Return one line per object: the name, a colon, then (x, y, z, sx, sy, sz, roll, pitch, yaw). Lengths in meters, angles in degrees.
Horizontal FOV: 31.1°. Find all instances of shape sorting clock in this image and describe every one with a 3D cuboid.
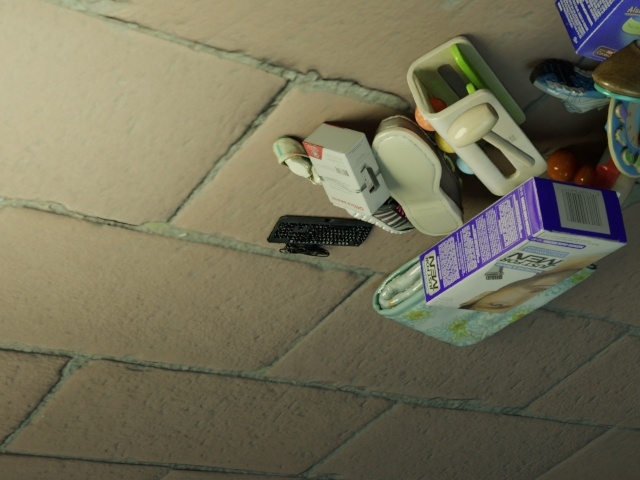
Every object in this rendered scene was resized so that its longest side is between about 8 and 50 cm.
shape sorting clock: (0.536, -0.207, 1.907, 0.040, 0.206, 0.206, 14, 166, 39)

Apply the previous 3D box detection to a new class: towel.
towel: (0.334, 0.084, 2.306, 0.374, 0.090, 0.320, -33, 142, 24)

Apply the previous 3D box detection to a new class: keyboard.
keyboard: (0.000, 0.000, 2.094, 0.192, 0.038, 0.100, 3, 142, -25)

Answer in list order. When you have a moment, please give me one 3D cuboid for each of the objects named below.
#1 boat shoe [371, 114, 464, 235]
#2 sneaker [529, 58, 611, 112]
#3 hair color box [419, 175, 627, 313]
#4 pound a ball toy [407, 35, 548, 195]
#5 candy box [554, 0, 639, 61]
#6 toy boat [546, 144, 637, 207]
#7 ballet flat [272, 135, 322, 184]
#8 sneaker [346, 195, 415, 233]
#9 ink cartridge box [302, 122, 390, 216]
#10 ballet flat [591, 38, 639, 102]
boat shoe: (0.166, -0.122, 1.936, 0.116, 0.097, 0.324, -8, 149, 23)
sneaker: (0.415, -0.243, 1.893, 0.190, 0.071, 0.083, 6, 146, -29)
hair color box: (0.342, 0.017, 1.992, 0.185, 0.110, 0.339, 8, 154, -28)
pound a ball toy: (0.243, -0.165, 1.806, 0.135, 0.208, 0.319, -29, 145, 18)
candy box: (0.550, -0.393, 1.684, 0.268, 0.122, 0.317, 9, 141, -32)
toy boat: (0.474, -0.111, 2.058, 0.151, 0.151, 0.231, 29, 157, 7)
ballet flat: (-0.018, -0.119, 1.902, 0.057, 0.052, 0.168, -36, 141, 28)
sneaker: (0.123, -0.063, 2.030, 0.170, 0.063, 0.075, 17, 141, -32)
ink cartridge box: (0.043, -0.115, 1.852, 0.056, 0.099, 0.135, -45, 132, -23)
ballet flat: (0.550, -0.260, 1.684, 0.342, 0.116, 0.124, 3, 123, -28)
